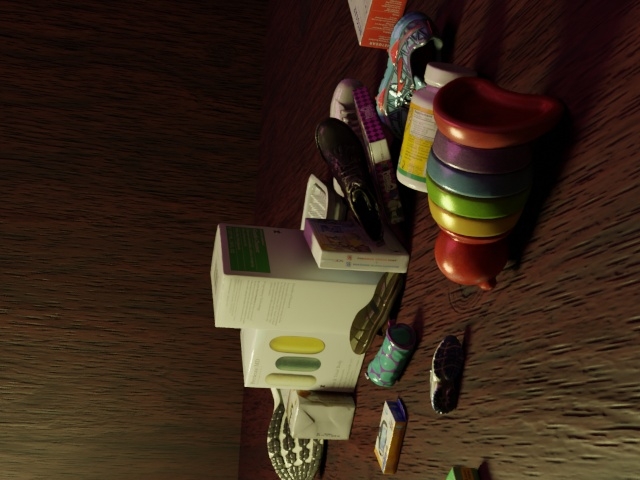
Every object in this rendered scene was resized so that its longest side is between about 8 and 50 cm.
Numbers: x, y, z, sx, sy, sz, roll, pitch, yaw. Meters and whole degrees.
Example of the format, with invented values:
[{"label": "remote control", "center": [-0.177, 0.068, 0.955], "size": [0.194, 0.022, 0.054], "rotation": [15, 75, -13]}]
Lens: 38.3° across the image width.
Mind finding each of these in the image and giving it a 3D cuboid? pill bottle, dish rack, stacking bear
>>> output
[{"label": "pill bottle", "center": [0.206, -0.196, 1.593], "size": [0.117, 0.117, 0.209], "rotation": [-114, 32, -66]}, {"label": "dish rack", "center": [0.000, 0.000, 2.515], "size": [0.285, 0.072, 0.333], "rotation": [-127, 44, -73]}, {"label": "stacking bear", "center": [0.230, -0.065, 1.344], "size": [0.175, 0.164, 0.289], "rotation": [23, 129, 31]}]

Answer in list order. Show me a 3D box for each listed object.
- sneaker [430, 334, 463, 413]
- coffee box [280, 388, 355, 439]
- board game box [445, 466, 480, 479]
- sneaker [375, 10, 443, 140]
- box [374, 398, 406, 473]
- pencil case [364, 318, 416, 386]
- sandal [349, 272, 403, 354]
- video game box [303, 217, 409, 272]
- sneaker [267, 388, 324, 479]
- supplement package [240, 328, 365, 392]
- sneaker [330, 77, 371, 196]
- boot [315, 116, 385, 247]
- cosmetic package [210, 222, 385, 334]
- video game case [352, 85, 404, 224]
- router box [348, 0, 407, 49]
[{"label": "sneaker", "center": [0.206, 0.221, 1.564], "size": [0.058, 0.052, 0.135], "rotation": [-119, 37, -75]}, {"label": "coffee box", "center": [-0.013, 0.377, 2.252], "size": [0.246, 0.141, 0.098], "rotation": [-116, 34, -66]}, {"label": "board game box", "center": [0.218, 0.536, 1.386], "size": [0.317, 0.046, 0.214], "rotation": [-98, 20, -47]}, {"label": "sneaker", "center": [0.179, -0.301, 1.785], "size": [0.125, 0.104, 0.262], "rotation": [-124, 30, -51]}, {"label": "box", "center": [0.140, 0.385, 1.835], "size": [0.081, 0.028, 0.136], "rotation": [-117, 33, -67]}, {"label": "pencil case", "center": [0.139, 0.226, 1.819], "size": [0.070, 0.064, 0.152], "rotation": [57, 147, 29]}, {"label": "sandal", "center": [0.127, 0.156, 1.941], "size": [0.219, 0.060, 0.090], "rotation": [-63, 27, 22]}, {"label": "video game box", "center": [0.071, 0.008, 1.939], "size": [0.205, 0.187, 0.048], "rotation": [-116, 34, -68]}, {"label": "sneaker", "center": [-0.049, 0.472, 2.494], "size": [0.182, 0.158, 0.410], "rotation": [57, -155, -57]}, {"label": "supplement package", "center": [-0.041, 0.215, 2.167], "size": [0.198, 0.262, 0.199], "rotation": [-102, 21, -54]}, {"label": "sneaker", "center": [0.089, -0.237, 2.189], "size": [0.123, 0.105, 0.290], "rotation": [-139, 45, -70]}, {"label": "boot", "center": [0.072, -0.128, 1.924], "size": [0.263, 0.091, 0.229], "rotation": [62, -175, -13]}, {"label": "cosmetic package", "center": [-0.049, 0.087, 2.029], "size": [0.197, 0.365, 0.155], "rotation": [-106, 24, -53]}, {"label": "video game case", "center": [0.121, -0.182, 1.948], "size": [0.232, 0.041, 0.210], "rotation": [-102, -4, -54]}, {"label": "router box", "center": [0.143, -0.661, 2.144], "size": [0.335, 0.082, 0.301], "rotation": [-99, 19, -48]}]
